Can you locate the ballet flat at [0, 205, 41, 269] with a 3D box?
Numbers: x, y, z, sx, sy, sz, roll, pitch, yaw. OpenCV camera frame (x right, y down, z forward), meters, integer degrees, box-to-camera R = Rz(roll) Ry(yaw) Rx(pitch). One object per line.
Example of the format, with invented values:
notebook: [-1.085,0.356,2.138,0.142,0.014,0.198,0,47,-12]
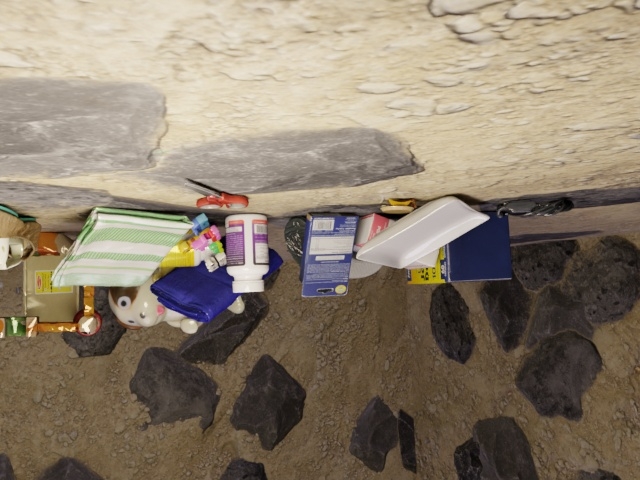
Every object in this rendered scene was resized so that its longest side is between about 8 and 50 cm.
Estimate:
ballet flat: [-0.669,-0.002,1.304,0.116,0.124,0.342,-2,175,-9]

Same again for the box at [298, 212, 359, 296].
box: [0.019,0.038,1.648,0.136,0.225,0.036,-1,-160,-23]

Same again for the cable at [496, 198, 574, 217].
cable: [0.538,-0.075,1.581,0.184,0.047,0.150,-5,175,19]

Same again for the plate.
plate: [0.249,-0.023,1.534,0.277,0.045,0.278,-31,159,23]

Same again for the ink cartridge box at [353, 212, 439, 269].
ink cartridge box: [0.203,0.007,1.761,0.217,0.092,0.158,17,170,-17]

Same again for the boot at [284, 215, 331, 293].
boot: [0.000,0.000,1.768,0.094,0.247,0.207,-13,-154,27]

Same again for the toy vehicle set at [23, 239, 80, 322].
toy vehicle set: [-0.858,0.133,2.015,0.165,0.267,0.035,-1,174,-14]

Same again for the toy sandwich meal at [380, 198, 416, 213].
toy sandwich meal: [0.178,-0.080,1.436,0.085,0.029,0.085,1,174,0]

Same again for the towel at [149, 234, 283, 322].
towel: [-0.276,0.102,1.713,0.227,0.076,0.308,20,-139,32]

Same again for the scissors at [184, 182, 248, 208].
scissors: [-0.193,-0.088,1.200,0.108,0.021,0.297,0,174,-6]

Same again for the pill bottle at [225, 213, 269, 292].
pill bottle: [-0.185,0.034,1.595,0.108,0.194,0.108,-2,175,0]

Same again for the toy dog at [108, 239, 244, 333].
toy dog: [-0.509,0.143,2.120,0.395,0.285,0.407,36,-138,30]

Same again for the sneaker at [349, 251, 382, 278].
sneaker: [0.049,0.035,2.042,0.135,0.150,0.366,-42,150,24]

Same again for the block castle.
block castle: [-0.867,0.135,1.813,0.453,0.303,0.213,0,176,-20]

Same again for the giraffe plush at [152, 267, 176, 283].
giraffe plush: [-0.408,0.050,1.820,0.181,0.171,0.210,-3,175,11]

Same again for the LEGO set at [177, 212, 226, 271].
LEGO set: [-0.300,0.012,1.554,0.093,0.087,0.227,-33,163,-14]

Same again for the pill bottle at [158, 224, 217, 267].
pill bottle: [-0.380,0.011,1.675,0.208,0.119,0.119,-1,175,-12]

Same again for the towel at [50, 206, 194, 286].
towel: [-0.472,0.028,1.496,0.247,0.038,0.325,4,147,-39]

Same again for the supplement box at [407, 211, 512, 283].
supplement box: [0.402,0.031,1.898,0.195,0.194,0.356,-2,175,-10]
